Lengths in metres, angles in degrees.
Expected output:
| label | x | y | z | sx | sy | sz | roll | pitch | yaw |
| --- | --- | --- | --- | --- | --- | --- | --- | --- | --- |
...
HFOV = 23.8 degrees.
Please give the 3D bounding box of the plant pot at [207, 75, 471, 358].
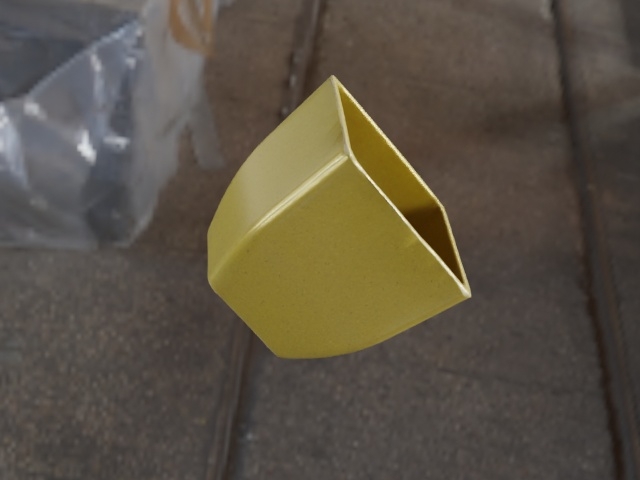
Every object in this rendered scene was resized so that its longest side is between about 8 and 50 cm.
| label | x | y | z | sx | sy | sz | roll | pitch | yaw |
| --- | --- | --- | --- | --- | --- | --- | --- | --- | --- |
| plant pot | 0.000 | 0.000 | 0.617 | 0.081 | 0.083 | 0.081 | 47 | 16 | -24 |
